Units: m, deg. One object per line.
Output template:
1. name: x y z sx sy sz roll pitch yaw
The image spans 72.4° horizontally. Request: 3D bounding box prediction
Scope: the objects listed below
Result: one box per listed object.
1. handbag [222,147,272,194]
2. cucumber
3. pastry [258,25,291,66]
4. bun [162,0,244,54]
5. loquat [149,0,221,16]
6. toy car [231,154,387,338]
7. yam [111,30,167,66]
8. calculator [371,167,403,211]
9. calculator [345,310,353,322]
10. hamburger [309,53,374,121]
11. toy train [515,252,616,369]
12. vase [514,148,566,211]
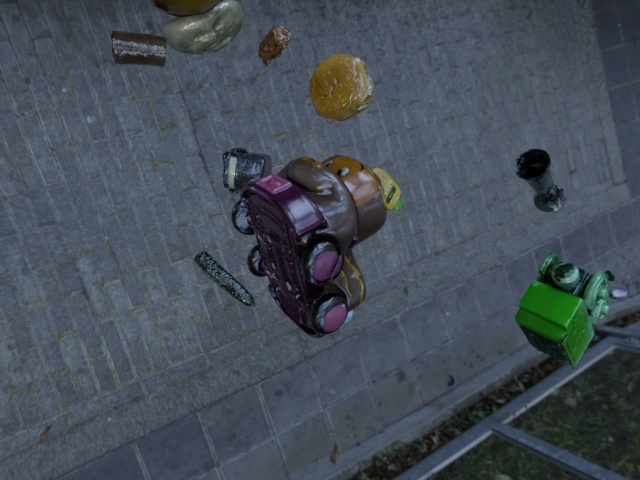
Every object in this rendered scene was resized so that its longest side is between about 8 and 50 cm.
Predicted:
1. handbag: -0.301 -0.277 1.780 0.181 0.254 0.181 8 106 1
2. cucumber: -0.350 0.148 1.614 0.293 0.067 0.067 39 70 17
3. pastry: -0.155 -0.624 1.387 0.063 0.169 0.087 21 72 -30
4. bun: -0.317 -0.581 1.216 0.237 0.210 0.116 -29 118 -21
5. loquat: -0.324 -0.663 0.978 0.276 0.276 0.284 -67 158 -10
6. toy car: 0.000 0.000 0.843 0.240 0.271 0.340 -29 130 -26
7. yam: -0.450 -0.473 1.083 0.127 0.084 0.084 -1 91 -23
8. calculator: 0.288 -0.217 1.920 0.235 0.032 0.146 47 56 -24
9. calculator: 0.066 0.235 1.790 0.042 0.295 0.184 -38 118 26
10. hamburger: 0.045 -0.347 0.990 0.083 0.147 0.138 -5 80 -59
11. toy train: 0.513 0.147 0.922 0.188 0.132 0.243 -55 134 -8
12. vase: 0.398 -0.104 0.786 0.167 0.059 0.059 26 78 -49
